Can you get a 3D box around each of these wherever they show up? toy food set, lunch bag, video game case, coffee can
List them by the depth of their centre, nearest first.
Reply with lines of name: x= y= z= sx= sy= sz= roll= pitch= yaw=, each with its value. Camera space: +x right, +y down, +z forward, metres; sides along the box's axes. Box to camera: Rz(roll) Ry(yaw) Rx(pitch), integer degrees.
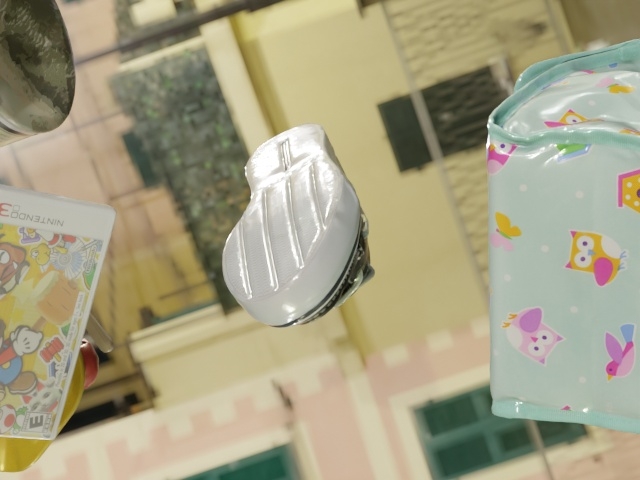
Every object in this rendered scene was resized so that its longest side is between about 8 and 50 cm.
lunch bag: x=0.212 y=-0.016 z=1.087 sx=0.262 sy=0.160 sz=0.223 roll=-47 pitch=-43 yaw=-60
video game case: x=-0.297 y=0.062 z=1.329 sx=0.026 sy=0.206 sz=0.227 roll=23 pitch=99 yaw=48
coffee can: x=-0.409 y=-0.160 z=1.462 sx=0.201 sy=0.275 sz=0.201 roll=49 pitch=-148 yaw=-47
toy food set: x=-0.290 y=0.141 z=1.550 sx=0.128 sy=0.218 sz=0.071 roll=42 pitch=-167 yaw=15

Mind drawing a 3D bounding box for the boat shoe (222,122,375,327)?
boat shoe: x=0.000 y=0.000 z=1.289 sx=0.119 sy=0.121 sz=0.335 roll=57 pitch=-165 yaw=-19
